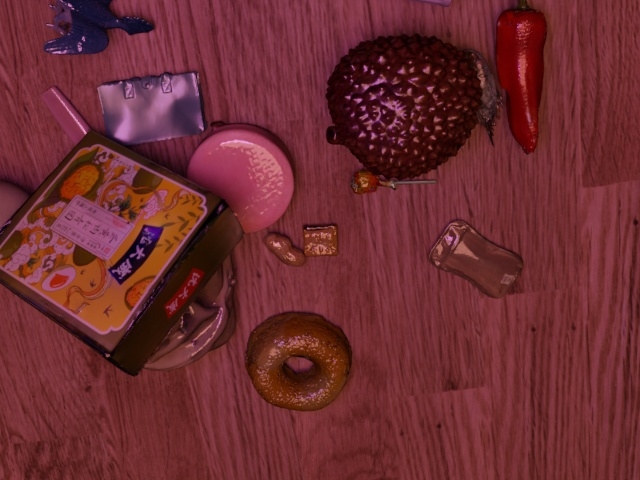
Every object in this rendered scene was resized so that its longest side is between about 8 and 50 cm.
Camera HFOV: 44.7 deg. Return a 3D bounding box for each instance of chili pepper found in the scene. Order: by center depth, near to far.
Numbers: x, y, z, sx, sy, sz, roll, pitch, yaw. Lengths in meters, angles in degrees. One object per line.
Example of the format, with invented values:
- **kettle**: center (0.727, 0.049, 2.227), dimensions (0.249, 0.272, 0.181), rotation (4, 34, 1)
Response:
- **chili pepper**: center (0.424, -0.370, 1.642), dimensions (0.110, 0.110, 0.388), rotation (-6, 113, 2)

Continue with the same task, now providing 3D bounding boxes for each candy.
- **candy**: center (-0.180, -0.144, 1.735), dimensions (0.255, 0.094, 0.255), rotation (0, 112, 0)
- **candy**: center (0.167, -0.133, 1.771), dimensions (0.200, 0.060, 0.061), rotation (0, 112, -8)

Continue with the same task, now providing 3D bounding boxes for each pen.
- **pen**: center (-0.542, -0.250, 1.727), dimensions (0.053, 0.032, 0.197), rotation (-31, 106, 10)

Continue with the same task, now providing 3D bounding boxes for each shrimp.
- **shrimp**: center (0.347, -0.303, 1.687), dimensions (0.090, 0.079, 0.233), rotation (-34, 117, -26)

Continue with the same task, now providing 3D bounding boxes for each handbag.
- **handbag**: center (-0.366, -0.290, 1.703), dimensions (0.221, 0.057, 0.144), rotation (-7, 104, 4)

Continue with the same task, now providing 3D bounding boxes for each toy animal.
- **toy animal**: center (-0.476, -0.476, 1.580), dimensions (0.176, 0.255, 0.239), rotation (-11, 71, 29)

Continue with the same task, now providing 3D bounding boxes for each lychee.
- **lychee**: center (0.163, -0.271, 1.581), dimensions (0.330, 0.306, 0.306), rotation (-25, 109, 15)

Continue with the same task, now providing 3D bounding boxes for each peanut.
- **peanut**: center (-0.083, 0.022, 1.824), dimensions (0.113, 0.054, 0.054), rotation (40, 106, -16)

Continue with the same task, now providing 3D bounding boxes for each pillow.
- **pillow**: center (0.371, 0.047, 1.843), dimensions (0.217, 0.033, 0.130), rotation (29, 106, -10)

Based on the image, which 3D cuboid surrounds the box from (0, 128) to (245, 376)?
- **box**: center (-0.426, 0.011, 1.579), dimensions (0.420, 0.138, 0.373), rotation (28, 71, 26)

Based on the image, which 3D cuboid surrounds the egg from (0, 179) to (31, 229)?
- **egg**: center (-0.746, -0.027, 1.713), dimensions (0.269, 0.219, 0.219), rotation (-20, 110, 5)

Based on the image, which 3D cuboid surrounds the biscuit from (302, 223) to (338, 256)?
- **biscuit**: center (0.000, 0.000, 1.832), dimensions (0.083, 0.018, 0.081), rotation (-3, 112, 2)

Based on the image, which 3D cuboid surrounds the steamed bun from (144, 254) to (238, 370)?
- **steamed bun**: center (-0.363, 0.130, 1.759), dimensions (0.342, 0.255, 0.368), rotation (1, 110, 1)

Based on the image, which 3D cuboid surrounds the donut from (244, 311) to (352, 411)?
- **donut**: center (-0.051, 0.310, 1.909), dimensions (0.272, 0.107, 0.272), rotation (-1, 113, -2)

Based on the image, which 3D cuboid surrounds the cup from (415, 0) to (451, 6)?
- **cup**: center (0.172, -0.575, 1.517), dimensions (0.201, 0.167, 0.221), rotation (7, 143, 1)
